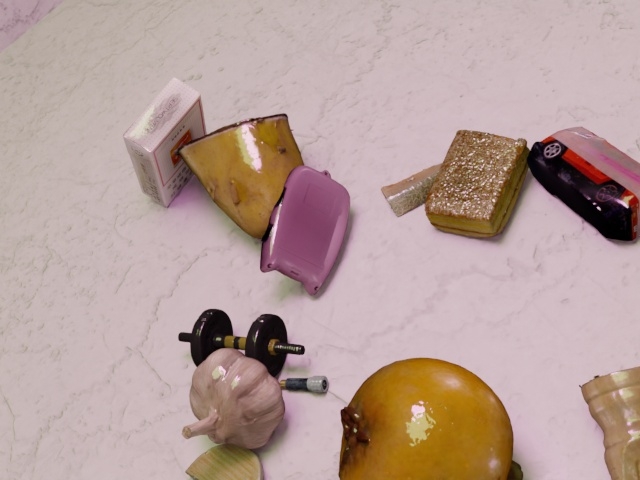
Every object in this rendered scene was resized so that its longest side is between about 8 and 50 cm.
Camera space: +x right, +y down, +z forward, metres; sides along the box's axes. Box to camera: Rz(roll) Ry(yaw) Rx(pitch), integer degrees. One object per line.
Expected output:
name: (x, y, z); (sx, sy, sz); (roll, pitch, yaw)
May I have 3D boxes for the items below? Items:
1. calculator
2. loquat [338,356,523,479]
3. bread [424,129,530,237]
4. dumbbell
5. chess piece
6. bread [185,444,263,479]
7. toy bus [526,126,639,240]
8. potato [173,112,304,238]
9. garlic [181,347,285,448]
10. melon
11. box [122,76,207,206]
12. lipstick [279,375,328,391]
calculator: (-0.025, -0.035, 2.006); (0.043, 0.194, 0.294); (-17, 50, 59)
loquat: (0.203, 0.371, 1.531); (0.360, 0.328, 0.328); (19, 53, -14)
bread: (0.355, -0.126, 1.965); (0.184, 0.110, 0.234); (13, 66, 37)
dumbbell: (-0.180, 0.227, 1.925); (0.326, 0.143, 0.143); (3, 56, 28)
chess piece: (0.546, 0.374, 1.486); (0.137, 0.137, 0.300); (-15, 62, 15)
bread: (-0.181, 0.476, 1.802); (0.193, 0.036, 0.112); (15, 57, 38)
toy bus: (0.584, -0.127, 1.849); (0.147, 0.127, 0.302); (-32, 45, -7)
potato: (-0.184, -0.135, 2.180); (0.290, 0.295, 0.397); (-16, -2, -32)
garlic: (-0.194, 0.347, 1.771); (0.219, 0.218, 0.212); (4, 23, 29)
melon: (0.238, -0.133, 2.084); (0.182, 0.054, 0.098); (-24, 32, 6)
box: (-0.395, -0.250, 2.285); (0.095, 0.330, 0.210); (33, 70, 9)
lipstick: (-0.041, 0.307, 1.869); (0.116, 0.037, 0.037); (-3, 53, 28)
